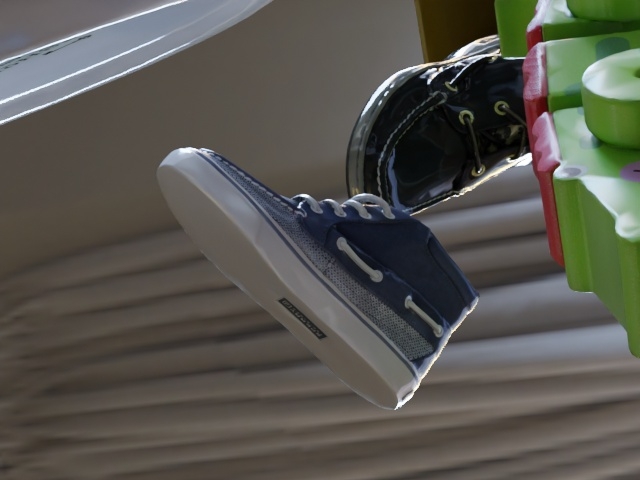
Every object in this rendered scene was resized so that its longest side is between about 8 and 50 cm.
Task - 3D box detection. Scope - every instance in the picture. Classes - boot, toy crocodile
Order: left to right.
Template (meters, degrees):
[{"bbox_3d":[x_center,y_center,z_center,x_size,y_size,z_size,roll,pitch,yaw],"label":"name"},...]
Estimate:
[{"bbox_3d":[0.000,0.000,0.962,0.190,0.069,0.086,46,-114,-16],"label":"boot"},{"bbox_3d":[0.141,-0.074,1.136,0.236,0.178,0.085,-36,-56,-46],"label":"boot"},{"bbox_3d":[0.142,-0.059,0.864,0.340,0.105,0.115,-84,-16,-56],"label":"toy crocodile"}]

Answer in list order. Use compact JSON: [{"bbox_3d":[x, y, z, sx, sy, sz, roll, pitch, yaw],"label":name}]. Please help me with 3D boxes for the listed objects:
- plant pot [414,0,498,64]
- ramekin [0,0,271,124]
[{"bbox_3d":[0.221,-0.219,1.521,0.187,0.212,0.212,-49,-35,-29],"label":"plant pot"},{"bbox_3d":[-0.129,-0.108,0.600,0.273,0.273,0.127,-25,-85,-64],"label":"ramekin"}]
